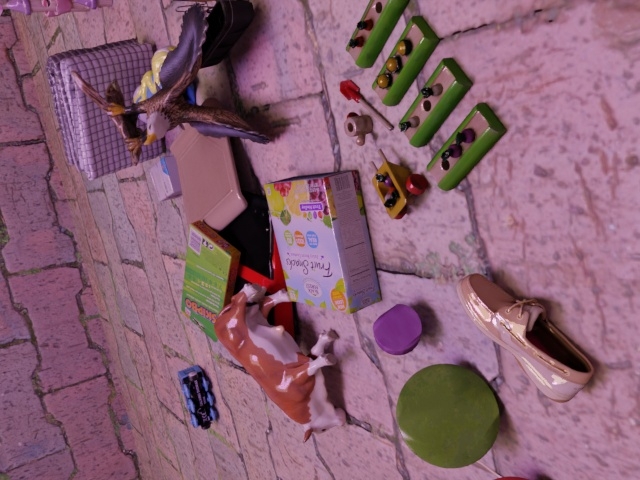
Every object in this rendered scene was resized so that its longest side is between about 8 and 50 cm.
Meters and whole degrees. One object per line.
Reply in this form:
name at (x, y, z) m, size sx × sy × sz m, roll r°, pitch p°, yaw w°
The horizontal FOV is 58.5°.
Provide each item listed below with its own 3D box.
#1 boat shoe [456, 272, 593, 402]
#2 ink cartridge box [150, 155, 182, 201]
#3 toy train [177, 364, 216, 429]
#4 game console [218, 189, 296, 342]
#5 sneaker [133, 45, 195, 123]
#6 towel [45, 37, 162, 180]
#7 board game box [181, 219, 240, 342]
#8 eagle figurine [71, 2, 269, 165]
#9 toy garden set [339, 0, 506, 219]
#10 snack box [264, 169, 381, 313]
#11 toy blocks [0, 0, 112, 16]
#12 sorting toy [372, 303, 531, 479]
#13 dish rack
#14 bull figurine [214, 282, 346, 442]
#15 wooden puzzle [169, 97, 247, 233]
boat shoe at (0.223, 0.092, 0.620) m, size 0.170 × 0.063 × 0.059 m, roll 47°, pitch 138°, yaw 20°
ink cartridge box at (-0.370, -0.153, 1.408) m, size 0.122 × 0.052 × 0.088 m, roll -14°, pitch 93°, yaw 57°
toy train at (-0.358, 0.458, 1.664) m, size 0.105 × 0.080 × 0.184 m, roll 19°, pitch 123°, yaw 63°
game console at (-0.177, 0.051, 1.221) m, size 0.387 × 0.060 × 0.341 m, roll 20°, pitch 115°, yaw 51°
sneaker at (-0.342, -0.305, 1.257) m, size 0.126 × 0.091 × 0.240 m, roll 62°, pitch 146°, yaw 15°
towel at (-0.494, -0.309, 1.339) m, size 0.121 × 0.235 × 0.283 m, roll 21°, pitch 125°, yaw 28°
board game box at (-0.236, 0.093, 1.202) m, size 0.124 × 0.039 × 0.259 m, roll 36°, pitch 130°, yaw 23°
eagle figurine at (-0.241, -0.238, 0.993) m, size 0.299 × 0.226 × 0.225 m, roll -18°, pitch 69°, yaw 24°
toy garden set at (0.087, -0.159, 0.712) m, size 0.244 × 0.049 × 0.203 m, roll 60°, pitch 146°, yaw 19°
snack box at (0.000, 0.000, 0.902) m, size 0.175 × 0.070 × 0.207 m, roll 2°, pitch 108°, yaw 56°
toy blocks at (-0.718, -0.726, 1.468) m, size 0.309 × 0.260 × 0.288 m, roll 27°, pitch 125°, yaw 49°
sorting toy at (0.177, 0.259, 0.758) m, size 0.365 × 0.127 × 0.126 m, roll 60°, pitch 176°, yaw 24°
dish rack at (-0.209, -0.457, 0.998) m, size 0.208 × 0.074 × 0.271 m, roll -20°, pitch 87°, yaw 57°
bull figurine at (-0.063, 0.213, 1.027) m, size 0.310 × 0.101 × 0.188 m, roll 40°, pitch 118°, yaw 10°
wooden puzzle at (-0.228, -0.135, 1.170) m, size 0.221 × 0.044 × 0.238 m, roll -34°, pitch 69°, yaw 47°
